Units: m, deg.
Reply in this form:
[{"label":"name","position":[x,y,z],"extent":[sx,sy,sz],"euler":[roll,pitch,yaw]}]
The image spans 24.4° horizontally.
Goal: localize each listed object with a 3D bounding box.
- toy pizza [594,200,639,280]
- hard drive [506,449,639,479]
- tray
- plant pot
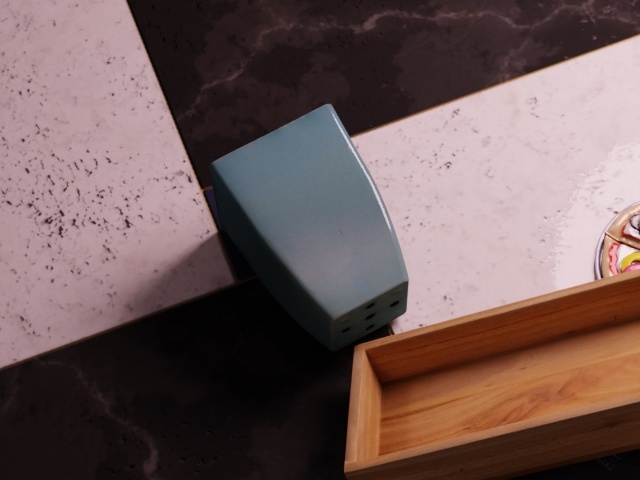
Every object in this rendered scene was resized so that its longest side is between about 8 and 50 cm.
[{"label":"toy pizza","position":[0.430,0.025,1.767],"extent":[0.201,0.032,0.201],"euler":[-3,58,4]},{"label":"hard drive","position":[0.253,0.265,1.542],"extent":[0.255,0.054,0.172],"euler":[-40,43,-18]},{"label":"tray","position":[0.233,0.152,1.582],"extent":[0.411,0.076,0.203],"euler":[-17,34,17]},{"label":"plant pot","position":[0.000,0.000,1.759],"extent":[0.165,0.165,0.234],"euler":[-28,68,-11]}]
